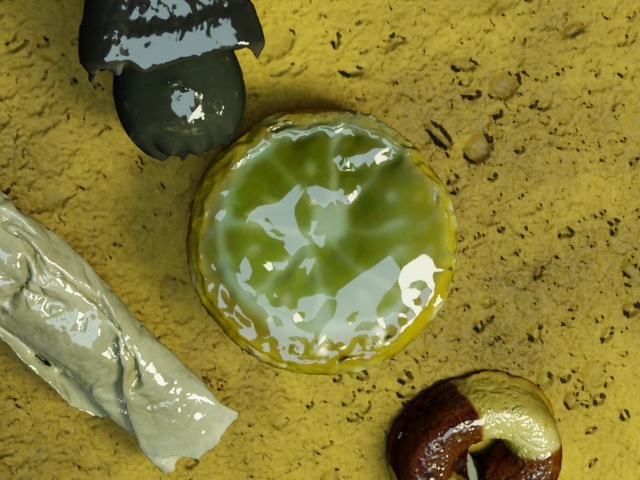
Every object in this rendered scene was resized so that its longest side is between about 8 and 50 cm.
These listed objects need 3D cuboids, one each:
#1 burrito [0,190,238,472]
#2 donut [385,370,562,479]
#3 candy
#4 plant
[{"bbox_3d":[-0.248,0.077,1.523,0.117,0.076,0.392,-42,109,9],"label":"burrito"},{"bbox_3d":[0.161,0.221,1.627,0.184,0.073,0.166,-9,107,-5],"label":"donut"},{"bbox_3d":[0.000,0.000,1.487,0.260,0.118,0.260,0,88,-1],"label":"candy"},{"bbox_3d":[-0.136,-0.197,1.411,0.164,0.142,0.256,-11,106,-4],"label":"plant"}]
